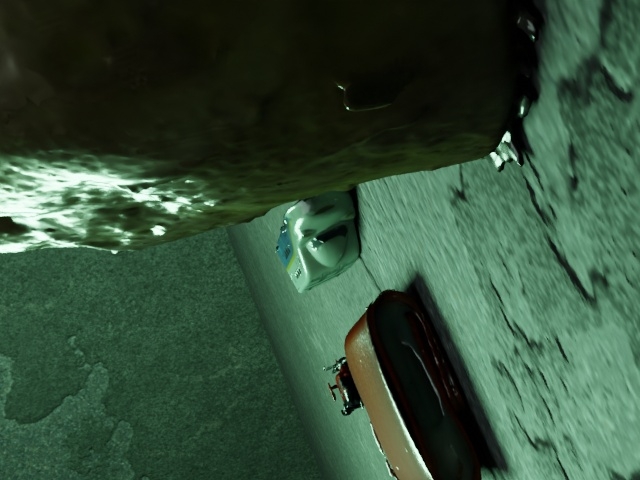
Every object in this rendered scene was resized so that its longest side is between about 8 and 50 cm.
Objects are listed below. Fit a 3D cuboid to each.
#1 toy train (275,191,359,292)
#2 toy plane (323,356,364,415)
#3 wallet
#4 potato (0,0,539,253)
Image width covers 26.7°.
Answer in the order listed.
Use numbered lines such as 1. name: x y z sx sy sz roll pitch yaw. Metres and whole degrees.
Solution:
1. toy train: 0.000 0.000 1.020 0.051 0.052 0.234 63 173 4
2. toy plane: 0.029 0.144 1.361 0.145 0.037 0.060 127 124 -81
3. wallet: 0.061 0.113 0.938 0.204 0.045 0.142 110 139 -80
4. potato: -0.088 -0.108 0.501 0.288 0.237 0.301 73 171 -45
